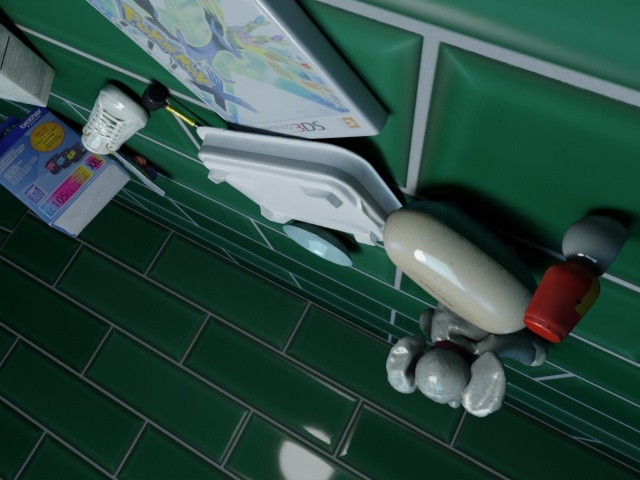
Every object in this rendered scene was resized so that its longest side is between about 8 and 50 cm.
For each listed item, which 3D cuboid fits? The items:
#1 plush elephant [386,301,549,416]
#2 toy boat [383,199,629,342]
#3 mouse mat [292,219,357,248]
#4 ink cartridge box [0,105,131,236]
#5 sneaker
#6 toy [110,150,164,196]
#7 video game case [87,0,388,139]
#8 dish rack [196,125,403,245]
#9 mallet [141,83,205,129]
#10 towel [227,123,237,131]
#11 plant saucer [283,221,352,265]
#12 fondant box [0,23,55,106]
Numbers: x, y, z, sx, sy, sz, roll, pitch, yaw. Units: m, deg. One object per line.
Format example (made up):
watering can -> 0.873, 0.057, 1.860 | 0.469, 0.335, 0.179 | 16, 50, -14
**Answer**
plush elephant -> 0.306, 0.257, 1.038 | 0.271, 0.256, 0.330 | 17, 162, 41
toy boat -> 0.241, 0.031, 0.632 | 0.267, 0.148, 0.318 | 38, 172, -17
mouse mat -> 0.006, -0.019, 1.178 | 0.152, 0.007, 0.189 | 30, 166, -5
ink cartridge box -> -0.853, -0.237, 1.490 | 0.395, 0.270, 0.151 | 36, 167, 13
sneaker -> -0.458, -0.246, 1.038 | 0.105, 0.123, 0.290 | 36, 164, -20
toy -> -0.565, -0.234, 1.450 | 0.237, 0.056, 0.137 | 38, 168, -16
video game case -> -0.119, -0.233, 0.564 | 0.329, 0.036, 0.299 | 39, 163, -36
dish rack -> -0.035, -0.080, 0.797 | 0.332, 0.073, 0.285 | 14, 167, 32
mallet -> -0.246, -0.222, 0.884 | 0.189, 0.039, 0.062 | 33, 166, -33
towel -> -0.103, -0.163, 0.808 | 0.119, 0.029, 0.067 | 28, 166, 6
plant saucer -> 0.000, 0.000, 1.163 | 0.194, 0.038, 0.195 | 28, 167, 7
fondant box -> -0.719, -0.383, 0.906 | 0.238, 0.096, 0.330 | 11, 173, 0
